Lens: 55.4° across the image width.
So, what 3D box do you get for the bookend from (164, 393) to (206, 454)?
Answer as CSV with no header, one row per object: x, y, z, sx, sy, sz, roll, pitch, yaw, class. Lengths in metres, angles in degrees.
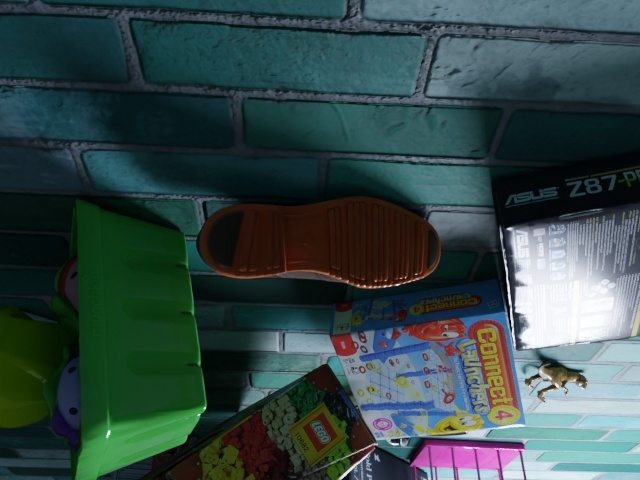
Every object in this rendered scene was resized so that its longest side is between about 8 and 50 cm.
-0.354,0.381,1.414,0.072,0.156,0.157,28,180,-31,bookend

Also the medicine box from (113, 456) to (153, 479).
-0.494,0.802,1.821,0.264,0.289,0.149,8,141,-10,medicine box

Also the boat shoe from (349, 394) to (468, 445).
0.183,0.420,1.435,0.335,0.119,0.121,-12,142,17,boat shoe

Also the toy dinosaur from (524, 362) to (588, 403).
0.497,0.292,1.322,0.212,0.064,0.112,19,123,-37,toy dinosaur

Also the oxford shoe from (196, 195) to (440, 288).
0.000,0.000,0.901,0.364,0.129,0.133,5,177,-17,oxford shoe

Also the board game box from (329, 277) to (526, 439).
0.205,0.234,1.136,0.302,0.086,0.308,-11,124,16,board game box

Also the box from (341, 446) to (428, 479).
0.099,0.871,1.746,0.297,0.479,0.472,-23,138,27,box

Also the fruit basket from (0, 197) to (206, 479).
-0.378,0.155,0.878,0.392,0.392,0.283,13,142,-16,fruit basket

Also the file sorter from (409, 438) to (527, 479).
0.428,0.702,1.761,0.291,0.182,0.202,4,144,-5,file sorter

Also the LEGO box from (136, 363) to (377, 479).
-0.178,0.483,1.260,0.372,0.193,0.500,-27,171,-38,LEGO box

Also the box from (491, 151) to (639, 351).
0.439,0.033,0.927,0.318,0.097,0.395,-9,142,16,box

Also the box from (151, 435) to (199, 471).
-0.396,0.690,1.695,0.128,0.256,0.122,-7,144,11,box

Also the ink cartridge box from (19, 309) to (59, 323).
-0.516,0.246,1.181,0.212,0.154,0.093,25,137,-28,ink cartridge box
